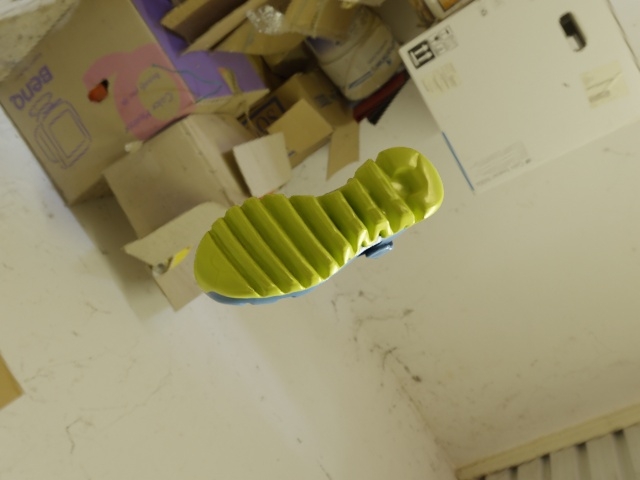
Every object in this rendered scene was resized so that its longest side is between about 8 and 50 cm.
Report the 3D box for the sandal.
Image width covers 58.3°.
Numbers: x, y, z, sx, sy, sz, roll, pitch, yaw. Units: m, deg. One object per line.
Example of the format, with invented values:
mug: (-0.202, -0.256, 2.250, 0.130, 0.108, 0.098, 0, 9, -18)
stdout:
sandal: (0.000, 0.000, 0.693, 0.317, 0.126, 0.138, -20, 162, -22)
